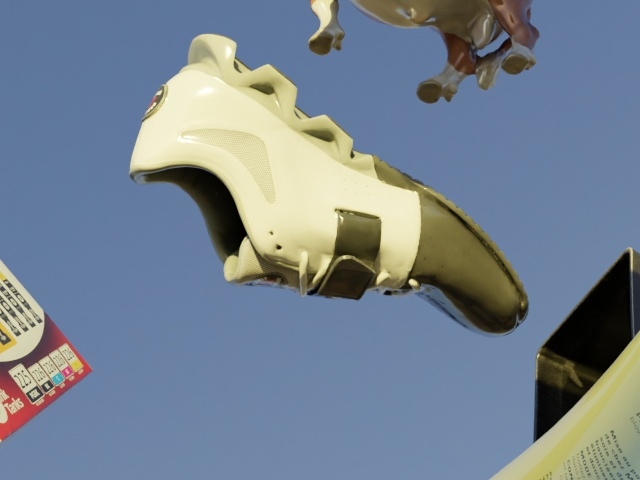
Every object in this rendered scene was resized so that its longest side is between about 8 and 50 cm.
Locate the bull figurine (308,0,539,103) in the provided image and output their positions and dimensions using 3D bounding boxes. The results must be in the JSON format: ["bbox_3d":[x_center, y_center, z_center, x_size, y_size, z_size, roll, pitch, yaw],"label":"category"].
[{"bbox_3d":[0.045,-0.225,1.319,0.310,0.188,0.101,16,-44,-15],"label":"bull figurine"}]

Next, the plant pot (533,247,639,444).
[{"bbox_3d":[0.337,0.157,1.632,0.167,0.187,0.188,25,-50,-12],"label":"plant pot"}]

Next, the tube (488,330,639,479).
[{"bbox_3d":[0.089,0.069,0.404,0.070,0.062,0.240,8,-17,-4],"label":"tube"}]

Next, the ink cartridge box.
[{"bbox_3d":[-0.400,0.099,1.599,0.130,0.309,0.272,-40,-88,11],"label":"ink cartridge box"}]

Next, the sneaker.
[{"bbox_3d":[0.000,0.000,1.205,0.331,0.146,0.122,35,-23,-5],"label":"sneaker"}]
